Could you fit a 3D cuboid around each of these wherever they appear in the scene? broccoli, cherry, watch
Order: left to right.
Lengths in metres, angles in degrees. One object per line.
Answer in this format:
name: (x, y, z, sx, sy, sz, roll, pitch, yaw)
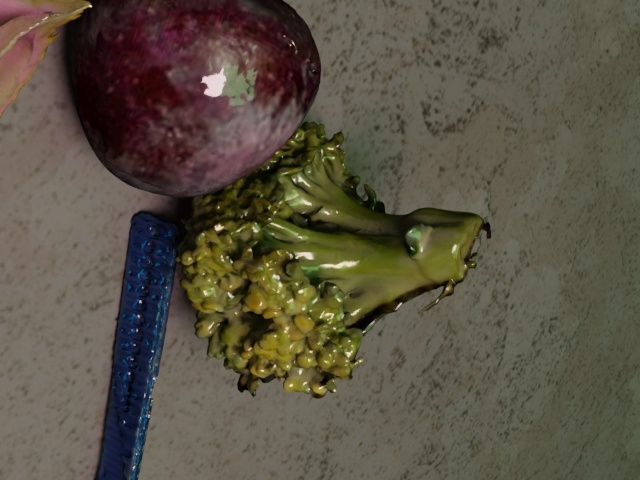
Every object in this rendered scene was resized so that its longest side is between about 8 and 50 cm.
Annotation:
watch: (-0.217, 0.151, 0.948, 0.276, 0.068, 0.274, -31, 123, -33)
cherry: (-0.099, -0.124, 0.855, 0.195, 0.195, 0.195, -21, 122, -39)
broccoli: (-0.017, -0.005, 0.945, 0.180, 0.273, 0.242, 41, 47, -30)

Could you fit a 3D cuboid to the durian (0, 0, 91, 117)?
durian: (-0.262, -0.111, 0.726, 0.165, 0.132, 0.182, 17, 98, -40)
